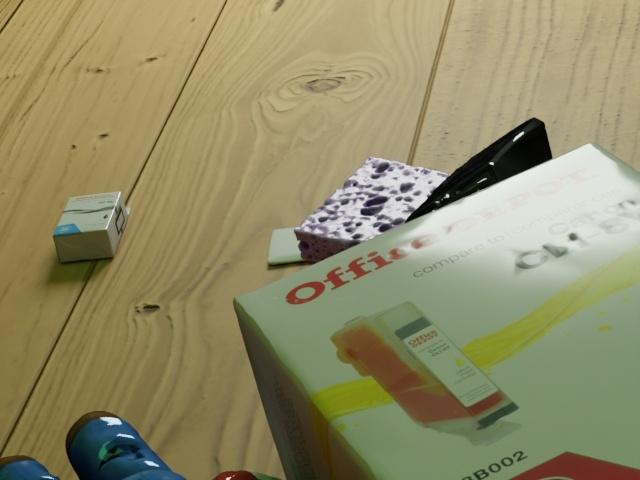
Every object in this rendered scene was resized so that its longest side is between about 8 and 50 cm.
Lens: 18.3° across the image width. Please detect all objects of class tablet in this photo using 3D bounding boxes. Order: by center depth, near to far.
[{"bbox_3d":[0.000,0.000,1.601,0.083,0.006,0.054,-8,30,9],"label":"tablet"}]

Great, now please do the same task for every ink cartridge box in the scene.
[{"bbox_3d":[0.147,0.119,1.157,0.279,0.160,0.385,-23,30,-13],"label":"ink cartridge box"},{"bbox_3d":[-0.192,-0.016,1.678,0.048,0.028,0.083,-6,29,10],"label":"ink cartridge box"}]

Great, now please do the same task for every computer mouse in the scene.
[{"bbox_3d":[0.086,0.000,1.441,0.184,0.060,0.262,-36,3,22],"label":"computer mouse"}]

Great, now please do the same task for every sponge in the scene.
[{"bbox_3d":[0.096,-0.007,1.542,0.210,0.031,0.117,13,40,34],"label":"sponge"}]

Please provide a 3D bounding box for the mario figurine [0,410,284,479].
[{"bbox_3d":[-0.092,0.217,1.180,0.198,0.170,0.320,-58,29,-6],"label":"mario figurine"}]
